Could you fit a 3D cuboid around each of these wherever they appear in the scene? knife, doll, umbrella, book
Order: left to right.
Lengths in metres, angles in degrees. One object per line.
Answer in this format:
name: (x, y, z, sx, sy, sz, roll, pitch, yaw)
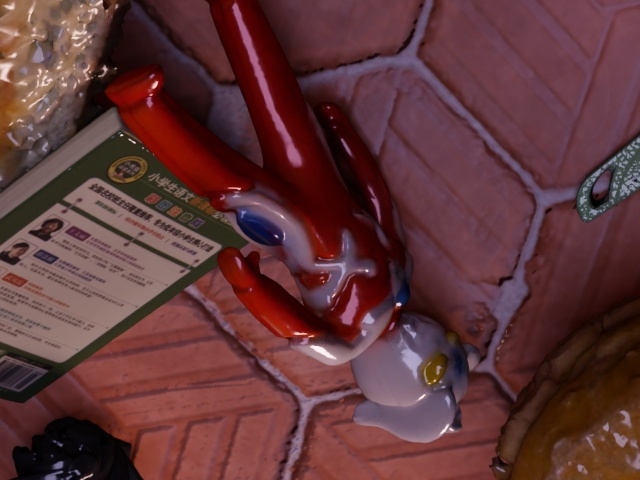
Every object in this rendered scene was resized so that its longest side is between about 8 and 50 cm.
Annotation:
umbrella: (-0.229, 0.300, 1.298, 0.118, 0.118, 0.340, 16, 113, 1)
book: (-0.187, 0.022, 1.166, 0.264, 0.202, 0.027, -35, 57, 16)
doll: (0.000, 0.000, 1.137, 0.099, 0.188, 0.384, -10, 125, 39)
knife: (0.299, -0.109, 1.144, 0.293, 0.020, 0.043, -39, 102, 17)

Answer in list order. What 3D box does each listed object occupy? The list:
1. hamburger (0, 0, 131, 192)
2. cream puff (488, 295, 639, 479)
hamburger: (-0.281, -0.217, 1.026, 0.268, 0.287, 0.445, -8, 144, -26)
cream puff: (0.287, 0.181, 1.126, 0.327, 0.231, 0.343, 36, 114, 2)
